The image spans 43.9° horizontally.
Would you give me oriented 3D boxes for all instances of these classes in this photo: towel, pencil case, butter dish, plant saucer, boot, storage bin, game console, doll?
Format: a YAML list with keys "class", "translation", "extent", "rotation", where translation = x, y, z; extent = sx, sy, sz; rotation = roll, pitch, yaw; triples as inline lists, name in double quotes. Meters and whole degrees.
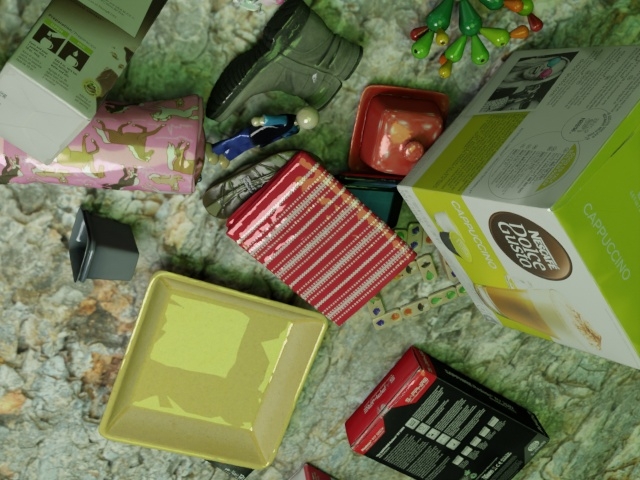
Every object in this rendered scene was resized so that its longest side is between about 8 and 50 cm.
- class: "towel"
  translation: [0.000, 0.000, 1.334]
  extent: [0.275, 0.031, 0.199]
  rotation: [41, 108, -17]
- class: "pencil case"
  translation: [-0.367, -0.153, 1.188]
  extent: [0.386, 0.167, 0.160]
  rotation: [1, 79, -12]
- class: "butter dish"
  translation: [0.141, -0.166, 1.319]
  extent: [0.160, 0.118, 0.159]
  rotation: [5, 114, -14]
- class: "plant saucer"
  translation: [-0.196, 0.231, 1.450]
  extent: [0.333, 0.081, 0.332]
  rotation: [17, 103, -19]
- class: "boot"
  translation: [-0.054, -0.248, 1.264]
  extent: [0.246, 0.083, 0.161]
  rotation: [-45, 124, 15]
- class: "storage bin"
  translation: [-0.357, 0.019, 1.306]
  extent: [0.091, 0.135, 0.098]
  rotation: [11, 113, -27]
- class: "game console"
  translation: [0.085, -0.067, 1.379]
  extent: [0.144, 0.124, 0.085]
  rotation: [3, 89, -14]
- class: "doll"
  translation: [-0.088, -0.172, 1.277]
  extent: [0.189, 0.129, 0.046]
  rotation: [-21, 80, 19]

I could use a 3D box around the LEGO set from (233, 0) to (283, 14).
- class: "LEGO set"
  translation: [-0.054, -0.459, 1.144]
  extent: [0.107, 0.132, 0.287]
  rotation: [18, 88, -37]

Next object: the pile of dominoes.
- class: "pile of dominoes"
  translation: [0.194, 0.056, 1.485]
  extent: [0.251, 0.040, 0.196]
  rotation: [-22, 118, -1]

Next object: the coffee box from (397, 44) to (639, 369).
- class: "coffee box"
  translation: [0.398, -0.064, 1.239]
  extent: [0.338, 0.334, 0.337]
  rotation: [-47, 120, -16]

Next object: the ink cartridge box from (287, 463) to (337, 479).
- class: "ink cartridge box"
  translation: [0.059, 0.633, 1.640]
  extent: [0.306, 0.226, 0.131]
  rotation: [33, 107, -25]

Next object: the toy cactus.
- class: "toy cactus"
  translation: [0.233, -0.368, 1.264]
  extent: [0.219, 0.112, 0.180]
  rotation: [-21, 100, 2]

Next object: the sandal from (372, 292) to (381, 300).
- class: "sandal"
  translation: [0.042, 0.012, 1.405]
  extent: [0.240, 0.088, 0.079]
  rotation: [38, 103, -17]

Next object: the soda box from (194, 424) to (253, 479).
- class: "soda box"
  translation: [-0.203, 0.405, 1.564]
  extent: [0.053, 0.060, 0.169]
  rotation: [-45, 116, 10]

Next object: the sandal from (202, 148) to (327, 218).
- class: "sandal"
  translation: [-0.095, -0.099, 1.343]
  extent: [0.219, 0.060, 0.090]
  rotation: [-22, 113, 16]

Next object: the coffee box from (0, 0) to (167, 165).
- class: "coffee box"
  translation: [-0.315, -0.268, 1.056]
  extent: [0.119, 0.297, 0.168]
  rotation: [35, 147, -23]

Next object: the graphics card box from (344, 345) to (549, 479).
- class: "graphics card box"
  translation: [0.262, 0.393, 1.637]
  extent: [0.371, 0.094, 0.232]
  rotation: [30, 107, -22]
